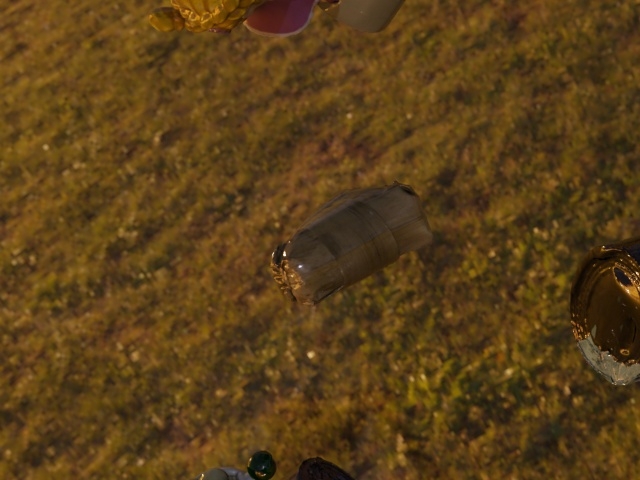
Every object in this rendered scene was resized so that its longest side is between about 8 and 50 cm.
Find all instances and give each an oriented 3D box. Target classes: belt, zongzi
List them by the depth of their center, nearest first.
[{"bbox_3d":[0.000,0.000,1.085,0.160,0.078,0.176,-25,16,-25],"label":"zongzi"},{"bbox_3d":[0.357,0.082,1.278,0.078,0.198,0.151,-16,57,-21],"label":"belt"}]

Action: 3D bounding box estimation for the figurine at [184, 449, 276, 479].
[{"bbox_3d":[-0.058,0.274,1.102,0.197,0.147,0.093,8,10,-10],"label":"figurine"}]

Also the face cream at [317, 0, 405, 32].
[{"bbox_3d":[0.070,-0.229,0.663,0.070,0.114,0.224,-27,-22,-53],"label":"face cream"}]

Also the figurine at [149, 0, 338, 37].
[{"bbox_3d":[-0.070,-0.160,0.628,0.115,0.094,0.156,-24,-13,17],"label":"figurine"}]

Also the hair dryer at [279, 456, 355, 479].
[{"bbox_3d":[-0.009,0.260,0.906,0.197,0.251,0.089,-44,61,19],"label":"hair dryer"}]
